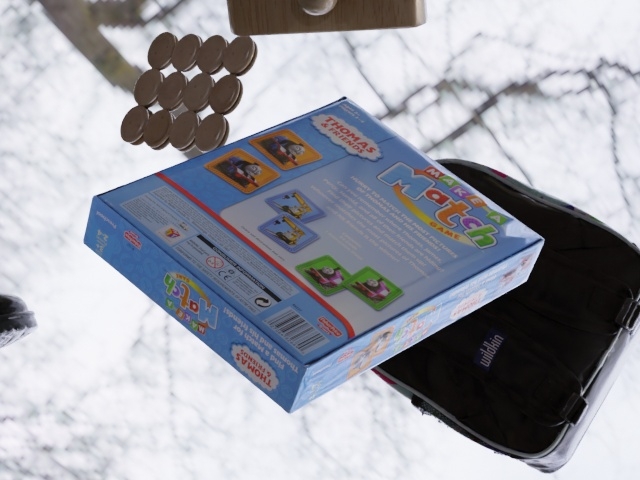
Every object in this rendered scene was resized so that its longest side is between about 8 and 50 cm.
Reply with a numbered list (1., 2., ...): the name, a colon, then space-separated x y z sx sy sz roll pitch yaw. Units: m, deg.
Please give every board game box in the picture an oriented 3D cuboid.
1. board game box: 0.000 0.000 1.083 0.160 0.039 0.211 38 -139 25

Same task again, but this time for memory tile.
1. memory tile: -0.118 -0.132 1.747 0.148 0.012 0.113 9 -103 47

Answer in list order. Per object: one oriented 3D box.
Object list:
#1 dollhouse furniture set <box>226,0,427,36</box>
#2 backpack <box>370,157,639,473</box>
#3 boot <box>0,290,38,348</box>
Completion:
1. dollhouse furniture set: -0.059 -0.088 0.480 0.144 0.123 0.151 -2 -157 12
2. backpack: 0.147 0.056 1.700 0.253 0.191 0.225 29 -92 15
3. boot: -0.394 0.015 1.771 0.246 0.094 0.207 -11 -101 -26
